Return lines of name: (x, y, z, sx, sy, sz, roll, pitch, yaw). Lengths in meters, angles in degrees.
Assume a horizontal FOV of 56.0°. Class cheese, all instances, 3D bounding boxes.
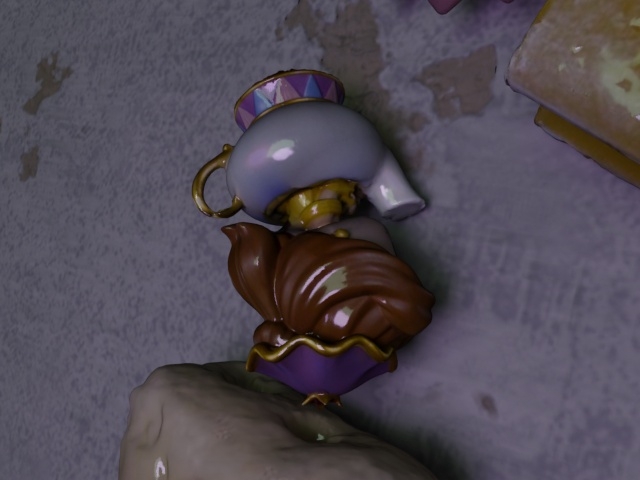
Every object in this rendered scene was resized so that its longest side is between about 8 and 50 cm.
cheese: (-0.037, 0.237, 0.448, 0.251, 0.173, 0.248, 7, 88, 37)

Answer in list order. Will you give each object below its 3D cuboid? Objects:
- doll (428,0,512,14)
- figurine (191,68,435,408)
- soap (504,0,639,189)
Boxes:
doll: (0.154, -0.269, 0.462, 0.262, 0.093, 0.211, -12, 60, 39)
figurine: (0.000, 0.000, 0.488, 0.189, 0.142, 0.263, -11, 71, -7)
soap: (0.322, -0.115, 0.316, 0.335, 0.156, 0.293, 43, 109, 29)
